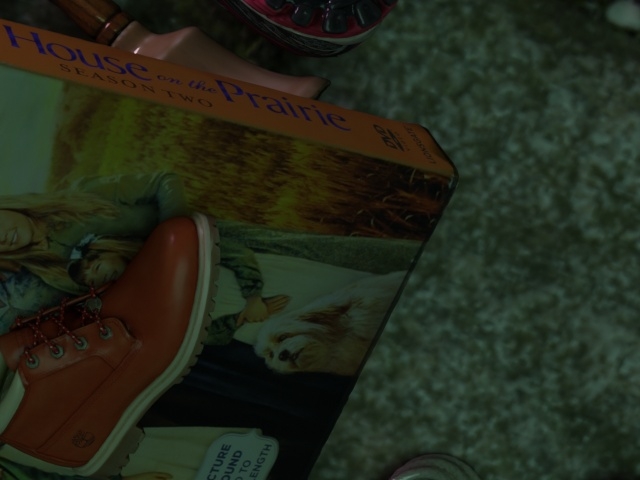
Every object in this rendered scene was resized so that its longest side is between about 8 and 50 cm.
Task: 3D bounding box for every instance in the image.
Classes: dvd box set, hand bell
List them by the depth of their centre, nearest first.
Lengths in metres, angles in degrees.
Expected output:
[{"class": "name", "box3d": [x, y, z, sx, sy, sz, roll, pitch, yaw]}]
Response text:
[{"class": "dvd box set", "box3d": [-0.170, 0.038, 0.846, 0.420, 0.062, 0.307, 13, 116, -30]}, {"class": "hand bell", "box3d": [-0.124, -0.127, 0.951, 0.242, 0.126, 0.126, 43, 93, -1]}]

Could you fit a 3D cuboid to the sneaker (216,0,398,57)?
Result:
[{"class": "sneaker", "box3d": [-0.086, -0.212, 0.926, 0.121, 0.112, 0.299, -44, 92, -14]}]

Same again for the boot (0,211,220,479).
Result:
[{"class": "boot", "box3d": [-0.109, 0.046, 0.806, 0.084, 0.059, 0.158, 21, 113, -29]}]

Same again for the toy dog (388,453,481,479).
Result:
[{"class": "toy dog", "box3d": [0.117, 0.313, 1.034, 0.220, 0.161, 0.333, 12, 100, -11]}]
